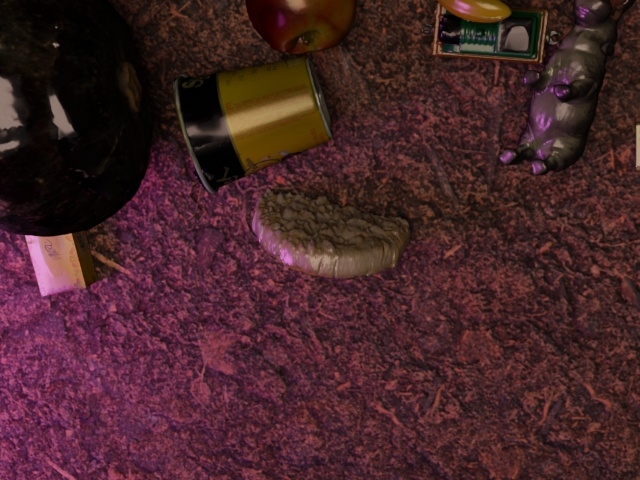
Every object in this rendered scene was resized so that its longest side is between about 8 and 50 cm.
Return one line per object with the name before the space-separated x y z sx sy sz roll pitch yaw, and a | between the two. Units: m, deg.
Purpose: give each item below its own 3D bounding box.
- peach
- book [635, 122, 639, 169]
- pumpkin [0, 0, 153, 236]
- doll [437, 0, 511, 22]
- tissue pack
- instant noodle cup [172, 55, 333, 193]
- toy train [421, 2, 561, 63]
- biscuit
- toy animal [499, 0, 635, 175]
peach | -0.038 -0.411 1.790 0.197 0.197 0.197 2 101 11
book | 0.580 -0.157 1.796 0.111 0.014 0.077 -1 102 12
pumpkin | -0.463 -0.223 1.771 0.344 0.454 0.454 -10 99 9
doll | 0.274 -0.447 1.714 0.252 0.111 0.237 34 64 31
tissue pack | -0.490 0.009 2.020 0.095 0.062 0.175 -10 98 13
instant noodle cup | -0.110 -0.211 1.841 0.236 0.215 0.215 -17 97 5
toy train | 0.276 -0.338 1.759 0.228 0.136 0.091 7 103 8
biscuit | 0.000 0.000 1.873 0.281 0.179 0.084 15 125 15
toy animal | 0.404 -0.264 1.730 0.106 0.168 0.343 30 108 31
